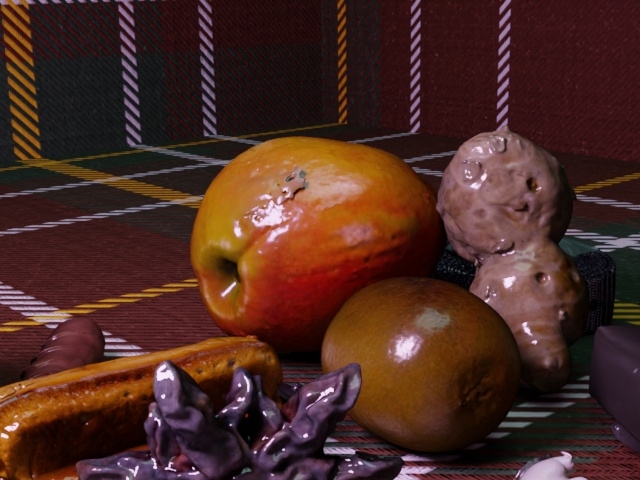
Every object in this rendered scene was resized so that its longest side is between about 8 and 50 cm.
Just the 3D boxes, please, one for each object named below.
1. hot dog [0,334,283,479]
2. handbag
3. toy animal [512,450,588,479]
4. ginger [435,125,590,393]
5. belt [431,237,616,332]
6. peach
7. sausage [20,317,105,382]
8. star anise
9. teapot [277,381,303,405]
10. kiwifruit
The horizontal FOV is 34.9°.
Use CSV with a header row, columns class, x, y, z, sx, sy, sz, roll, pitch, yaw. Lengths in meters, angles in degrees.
class,x,y,z,sx,sy,sz,roll,pitch,yaw
hot dog,-0.184,0.189,1.006,0.349,0.158,0.117,-13,0,-40
handbag,0.443,0.175,1.104,0.257,0.113,0.285,5,7,-2
toy animal,0.225,0.246,0.914,0.085,0.071,0.124,-6,15,-23
ginger,0.258,0.016,1.322,0.176,0.375,0.256,-15,-21,8
belt,0.291,0.055,1.570,0.325,0.122,0.260,8,21,29
peach,0.001,0.001,1.411,0.373,0.372,0.290,-14,52,-41
sausage,-0.310,0.171,1.194,0.088,0.087,0.433,-2,10,-4
star anise,-0.065,0.205,0.865,0.283,0.212,0.129,4,0,-12
teapot,-0.032,0.187,1.178,0.100,0.045,0.068,32,8,27
kiwifruit,0.106,0.133,1.136,0.196,0.196,0.234,-7,9,-24
